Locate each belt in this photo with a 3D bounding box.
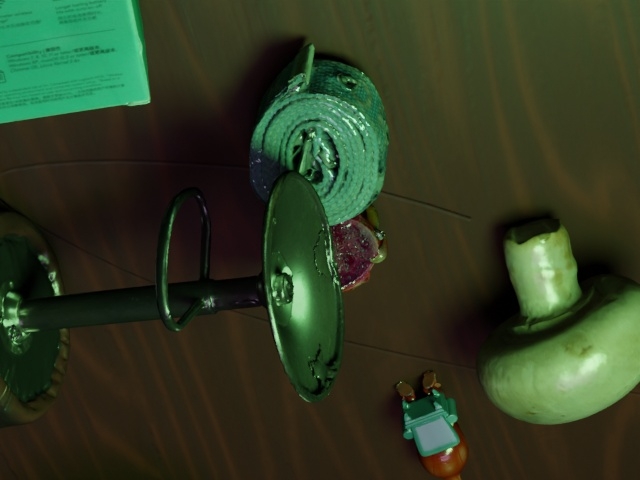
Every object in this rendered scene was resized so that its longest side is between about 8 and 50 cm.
[{"bbox_3d":[0.000,-0.098,1.870,0.147,0.082,0.163,28,129,-17],"label":"belt"}]

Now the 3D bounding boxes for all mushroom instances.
[{"bbox_3d":[0.255,0.097,2.006,0.206,0.206,0.209,-23,131,11],"label":"mushroom"}]

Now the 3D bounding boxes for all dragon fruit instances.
[{"bbox_3d":[0.004,0.002,1.971,0.126,0.068,0.112,-19,129,-6],"label":"dragon fruit"}]

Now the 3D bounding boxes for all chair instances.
[{"bbox_3d":[-0.197,0.067,1.854,0.401,0.226,0.226,-8,134,18],"label":"chair"}]

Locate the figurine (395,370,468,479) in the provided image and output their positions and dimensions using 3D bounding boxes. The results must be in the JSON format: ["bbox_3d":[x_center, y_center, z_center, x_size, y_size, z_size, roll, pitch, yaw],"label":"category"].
[{"bbox_3d":[0.135,0.224,2.178,0.068,0.075,0.140,-20,129,8],"label":"figurine"}]

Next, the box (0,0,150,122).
[{"bbox_3d":[-0.271,-0.257,1.663,0.205,0.118,0.311,-11,132,-2],"label":"box"}]
